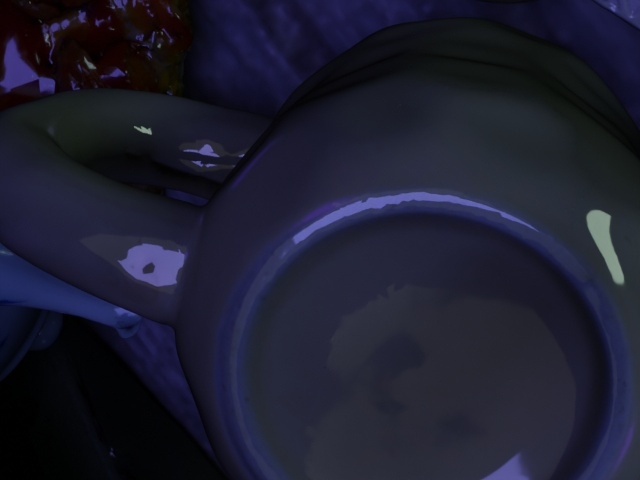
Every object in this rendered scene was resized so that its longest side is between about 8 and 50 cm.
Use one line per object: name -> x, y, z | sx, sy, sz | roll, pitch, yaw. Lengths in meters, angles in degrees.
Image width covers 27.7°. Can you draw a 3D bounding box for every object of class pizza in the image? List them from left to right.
pizza -> -0.108, -0.099, 0.582 | 0.201, 0.053, 0.193 | -30, 107, 7

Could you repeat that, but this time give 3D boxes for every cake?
cake -> -0.102, 0.173, 0.674 | 0.158, 0.172, 0.283 | -39, 57, 18

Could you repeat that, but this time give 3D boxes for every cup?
cup -> 0.014, -0.013, 0.484 | 0.255, 0.202, 0.173 | 38, 110, -5

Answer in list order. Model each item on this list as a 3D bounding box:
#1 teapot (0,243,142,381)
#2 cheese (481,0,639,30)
teapot -> -0.182, 0.015, 0.592 | 0.232, 0.159, 0.158 | -1, 107, 48
cheese -> 0.092, -0.128, 0.521 | 0.252, 0.054, 0.127 | 32, 136, -4
